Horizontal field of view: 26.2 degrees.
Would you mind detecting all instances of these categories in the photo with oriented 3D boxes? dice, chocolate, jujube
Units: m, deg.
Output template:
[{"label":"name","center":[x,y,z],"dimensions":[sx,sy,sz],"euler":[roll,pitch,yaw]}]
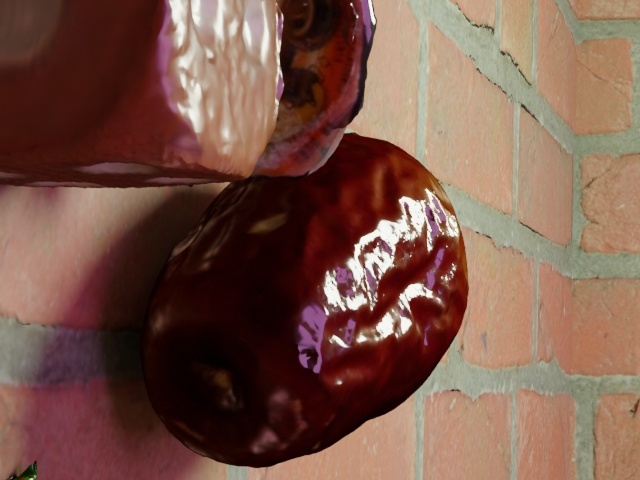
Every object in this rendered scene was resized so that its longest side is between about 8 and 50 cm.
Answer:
[{"label":"dice","center":[-0.121,-0.117,0.757],"dimensions":[0.179,0.173,0.175],"euler":[14,76,-68]},{"label":"chocolate","center":[-0.059,-0.150,0.943],"dimensions":[0.147,0.221,0.221],"euler":[-72,158,-75]},{"label":"jujube","center":[-0.008,0.044,1.034],"dimensions":[0.318,0.223,0.223],"euler":[-40,127,-60]}]

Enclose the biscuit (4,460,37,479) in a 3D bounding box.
[{"label":"biscuit","center":[-0.188,0.166,0.801],"dimensions":[0.089,0.016,0.046],"euler":[-33,120,-67]}]
